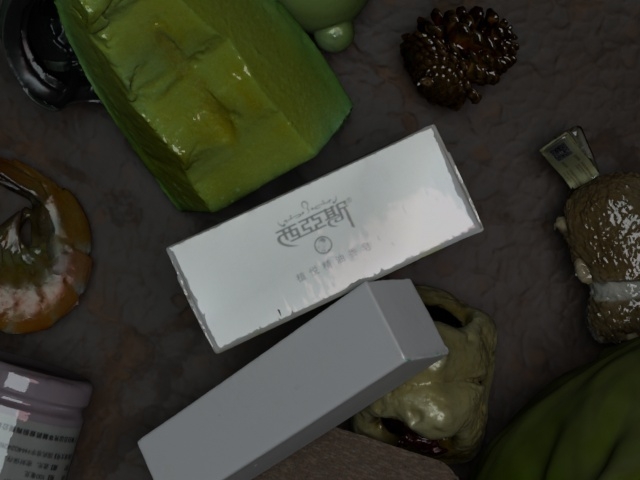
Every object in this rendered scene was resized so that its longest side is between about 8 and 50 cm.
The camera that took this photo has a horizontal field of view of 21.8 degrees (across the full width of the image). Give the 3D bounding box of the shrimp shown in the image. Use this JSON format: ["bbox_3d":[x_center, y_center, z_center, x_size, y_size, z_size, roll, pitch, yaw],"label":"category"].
[{"bbox_3d":[-0.322,-0.020,1.555,0.248,0.068,0.150,40,75,-6],"label":"shrimp"}]

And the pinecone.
[{"bbox_3d":[0.134,-0.172,1.559,0.109,0.102,0.102,-13,89,-13],"label":"pinecone"}]

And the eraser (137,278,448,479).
[{"bbox_3d":[-0.029,0.140,1.473,0.298,0.076,0.078,-35,72,30],"label":"eraser"}]

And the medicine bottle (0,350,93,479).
[{"bbox_3d":[-0.303,0.231,1.514,0.133,0.133,0.250,17,90,-2],"label":"medicine bottle"}]

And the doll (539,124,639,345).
[{"bbox_3d":[0.279,-0.003,1.555,0.115,0.105,0.221,-24,80,39],"label":"doll"}]

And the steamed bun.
[{"bbox_3d":[0.096,0.127,1.518,0.141,0.155,0.172,3,88,-1],"label":"steamed bun"}]

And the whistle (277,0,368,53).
[{"bbox_3d":[0.027,-0.306,1.547,0.131,0.106,0.288,31,90,-4],"label":"whistle"}]

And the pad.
[{"bbox_3d":[-0.005,0.257,1.521,0.266,0.002,0.176,15,89,28],"label":"pad"}]

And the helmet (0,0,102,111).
[{"bbox_3d":[-0.220,-0.208,1.534,0.177,0.107,0.153,-13,119,-28],"label":"helmet"}]

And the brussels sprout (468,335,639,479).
[{"bbox_3d":[0.282,0.302,1.429,0.361,0.342,0.425,-23,75,15],"label":"brussels sprout"}]

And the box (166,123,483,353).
[{"bbox_3d":[0.000,0.000,1.497,0.260,0.194,0.111,-23,90,-1],"label":"box"}]

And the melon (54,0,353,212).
[{"bbox_3d":[-0.123,-0.171,1.464,0.196,0.124,0.323,-34,124,5],"label":"melon"}]
